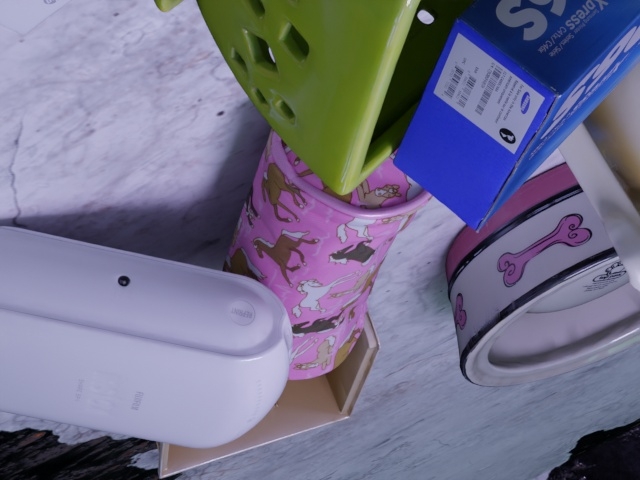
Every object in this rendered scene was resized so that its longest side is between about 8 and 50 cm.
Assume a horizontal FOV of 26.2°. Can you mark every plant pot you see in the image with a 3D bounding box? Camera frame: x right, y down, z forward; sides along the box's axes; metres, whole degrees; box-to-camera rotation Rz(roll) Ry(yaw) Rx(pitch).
[{"bbox_3d":[0.025,-0.204,0.819,0.228,0.207,0.227,-43,167,-25],"label":"plant pot"}]

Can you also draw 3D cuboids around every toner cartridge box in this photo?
[{"bbox_3d":[0.196,-0.169,0.868,0.348,0.075,0.165,-44,170,-26],"label":"toner cartridge box"}]

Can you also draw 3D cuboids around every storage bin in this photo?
[{"bbox_3d":[-0.084,0.156,1.672,0.262,0.123,0.260,-15,156,-16],"label":"storage bin"}]

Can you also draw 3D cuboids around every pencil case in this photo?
[{"bbox_3d":[0.000,0.000,1.368,0.167,0.160,0.386,-54,172,-30],"label":"pencil case"}]

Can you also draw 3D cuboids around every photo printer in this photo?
[{"bbox_3d":[-0.185,0.107,1.346,0.308,0.107,0.256,13,149,-9],"label":"photo printer"}]

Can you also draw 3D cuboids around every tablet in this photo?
[{"bbox_3d":[-0.200,-0.179,0.988,0.083,0.006,0.054,-31,156,19],"label":"tablet"}]

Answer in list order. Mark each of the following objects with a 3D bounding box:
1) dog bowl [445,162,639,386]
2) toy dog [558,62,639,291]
[{"bbox_3d":[0.340,0.029,1.743,0.408,0.150,0.408,-18,156,-8],"label":"dog bowl"},{"bbox_3d":[0.424,-0.160,1.258,0.408,0.284,0.395,-31,169,19],"label":"toy dog"}]
